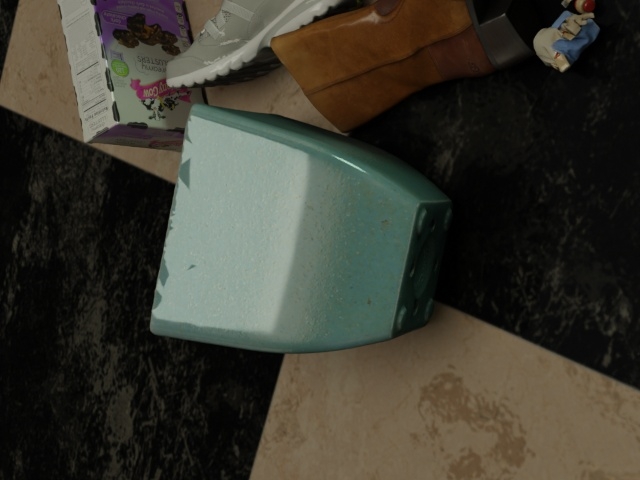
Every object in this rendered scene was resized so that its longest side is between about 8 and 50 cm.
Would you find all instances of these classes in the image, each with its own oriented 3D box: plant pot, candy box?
[{"bbox_3d":[0.000,0.000,1.358,0.252,0.248,0.247,13,97,19],"label":"plant pot"},{"bbox_3d":[-0.235,-0.219,1.590,0.070,0.164,0.196,-23,75,37],"label":"candy box"}]

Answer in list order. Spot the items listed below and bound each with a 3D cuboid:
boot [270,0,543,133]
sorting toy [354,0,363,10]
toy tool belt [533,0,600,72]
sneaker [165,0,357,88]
[{"bbox_3d":[0.062,-0.262,1.343,0.280,0.264,0.096,-17,37,38],"label":"boot"},{"bbox_3d":[-0.011,-0.380,1.494,0.132,0.046,0.275,-35,68,32],"label":"sorting toy"},{"bbox_3d":[0.260,-0.210,1.268,0.083,0.052,0.051,-52,33,5],"label":"toy tool belt"},{"bbox_3d":[-0.082,-0.268,1.500,0.281,0.105,0.115,-26,84,32],"label":"sneaker"}]
